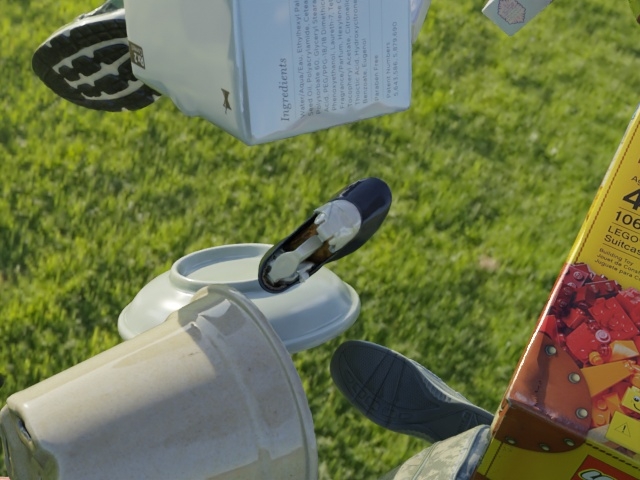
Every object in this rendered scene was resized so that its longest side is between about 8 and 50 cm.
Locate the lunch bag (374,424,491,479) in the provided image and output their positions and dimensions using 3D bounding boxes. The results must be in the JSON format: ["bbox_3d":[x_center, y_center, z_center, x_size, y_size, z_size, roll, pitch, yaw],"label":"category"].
[{"bbox_3d":[0.186,0.454,1.504,0.305,0.256,0.212,57,33,-6],"label":"lunch bag"}]

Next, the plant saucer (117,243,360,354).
[{"bbox_3d":[-0.135,0.082,1.739,0.400,0.101,0.400,-3,17,1],"label":"plant saucer"}]

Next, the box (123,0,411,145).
[{"bbox_3d":[-0.041,-0.175,0.657,0.119,0.182,0.181,-16,28,-26],"label":"box"}]

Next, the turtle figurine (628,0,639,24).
[{"bbox_3d":[0.321,-0.331,1.130,0.087,0.269,0.217,-34,78,-33],"label":"turtle figurine"}]

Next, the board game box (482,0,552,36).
[{"bbox_3d":[0.411,-0.485,1.554,0.066,0.318,0.319,41,59,-7],"label":"board game box"}]

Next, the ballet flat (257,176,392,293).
[{"bbox_3d":[0.000,0.000,1.262,0.074,0.203,0.074,42,24,-24],"label":"ballet flat"}]

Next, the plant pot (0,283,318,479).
[{"bbox_3d":[-0.221,0.253,1.333,0.305,0.334,0.334,-16,53,-31],"label":"plant pot"}]

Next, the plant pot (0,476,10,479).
[{"bbox_3d":[-0.502,0.523,1.644,0.274,0.275,0.243,19,42,-4],"label":"plant pot"}]

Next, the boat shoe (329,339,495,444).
[{"bbox_3d":[0.160,0.267,1.740,0.320,0.118,0.103,26,-4,3],"label":"boat shoe"}]

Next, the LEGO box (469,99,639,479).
[{"bbox_3d":[0.421,0.128,0.830,0.500,0.193,0.372,25,59,12],"label":"LEGO box"}]

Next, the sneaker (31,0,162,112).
[{"bbox_3d":[-0.217,-0.316,1.447,0.158,0.410,0.182,49,31,-34],"label":"sneaker"}]

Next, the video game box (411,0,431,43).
[{"bbox_3d":[0.057,-0.347,1.289,0.187,0.048,0.205,17,66,12],"label":"video game box"}]

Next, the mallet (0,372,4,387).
[{"bbox_3d":[-0.622,0.191,1.916,0.039,0.062,0.190,-32,57,1],"label":"mallet"}]
